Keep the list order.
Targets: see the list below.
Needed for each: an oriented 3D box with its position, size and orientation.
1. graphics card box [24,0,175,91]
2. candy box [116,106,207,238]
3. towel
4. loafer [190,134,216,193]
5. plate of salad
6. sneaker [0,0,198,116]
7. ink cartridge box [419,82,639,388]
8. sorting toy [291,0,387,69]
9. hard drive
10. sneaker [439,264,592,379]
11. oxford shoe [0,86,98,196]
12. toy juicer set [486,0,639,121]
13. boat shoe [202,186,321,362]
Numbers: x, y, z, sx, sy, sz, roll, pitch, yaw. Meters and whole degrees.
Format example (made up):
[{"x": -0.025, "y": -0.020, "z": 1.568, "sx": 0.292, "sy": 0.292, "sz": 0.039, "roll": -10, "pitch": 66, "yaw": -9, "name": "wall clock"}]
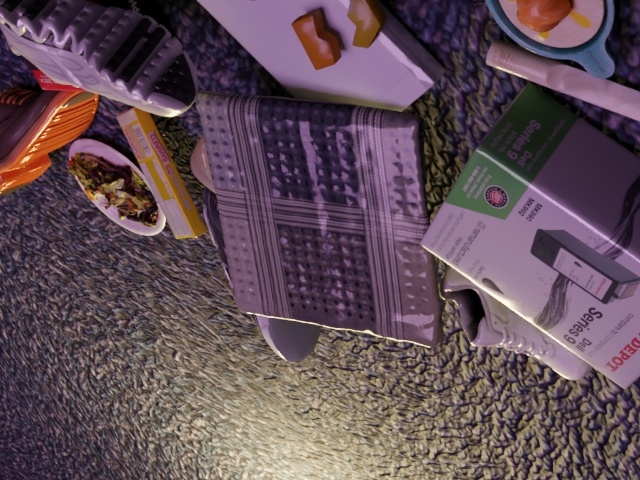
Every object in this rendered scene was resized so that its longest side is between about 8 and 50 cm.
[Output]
[{"x": -0.348, "y": -0.362, "z": 1.522, "sx": 0.233, "sy": 0.094, "sz": 0.371, "roll": 9, "pitch": 135, "yaw": 39, "name": "graphics card box"}, {"x": -0.233, "y": -0.099, "z": 1.714, "sx": 0.205, "sy": 0.027, "sz": 0.105, "roll": 65, "pitch": 161, "yaw": -10, "name": "candy box"}, {"x": 0.005, "y": -0.028, "z": 1.462, "sx": 0.312, "sy": 0.056, "sz": 0.324, "roll": 9, "pitch": 122, "yaw": 27, "name": "towel"}, {"x": -0.067, "y": -0.069, "z": 1.574, "sx": 0.269, "sy": 0.102, "sz": 0.092, "roll": 32, "pitch": 153, "yaw": 15, "name": "loafer"}, {"x": -0.335, "y": -0.079, "z": 1.895, "sx": 0.200, "sy": 0.048, "sz": 0.199, "roll": 27, "pitch": 145, "yaw": 21, "name": "plate of salad"}, {"x": -0.277, "y": -0.229, "z": 1.450, "sx": 0.292, "sy": 0.110, "sz": 0.118, "roll": 30, "pitch": 148, "yaw": 13, "name": "sneaker"}, {"x": 0.281, "y": 0.000, "z": 1.273, "sx": 0.289, "sy": 0.121, "sz": 0.211, "roll": 35, "pitch": 148, "yaw": 8, "name": "ink cartridge box"}, {"x": -0.021, "y": -0.326, "z": 1.216, "sx": 0.229, "sy": 0.041, "sz": 0.307, "roll": -12, "pitch": 117, "yaw": 39, "name": "sorting toy"}, {"x": -0.020, "y": -0.255, "z": 1.359, "sx": 0.307, "sy": 0.040, "sz": 0.203, "roll": 44, "pitch": 148, "yaw": -6, "name": "hard drive"}, {"x": 0.234, "y": 0.106, "z": 1.457, "sx": 0.232, "sy": 0.115, "sz": 0.090, "roll": 41, "pitch": 148, "yaw": -1, "name": "sneaker"}, {"x": -0.467, "y": -0.187, "z": 1.835, "sx": 0.364, "sy": 0.130, "sz": 0.132, "roll": -31, "pitch": 88, "yaw": 48, "name": "oxford shoe"}, {"x": 0.187, "y": -0.235, "z": 1.119, "sx": 0.209, "sy": 0.089, "sz": 0.329, "roll": 10, "pitch": 137, "yaw": 39, "name": "toy juicer set"}, {"x": -0.094, "y": 0.046, "z": 1.734, "sx": 0.105, "sy": 0.113, "sz": 0.306, "roll": 13, "pitch": 138, "yaw": 47, "name": "boat shoe"}]
